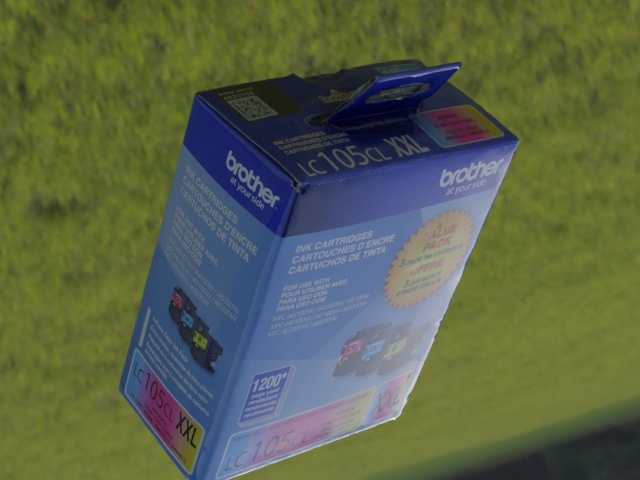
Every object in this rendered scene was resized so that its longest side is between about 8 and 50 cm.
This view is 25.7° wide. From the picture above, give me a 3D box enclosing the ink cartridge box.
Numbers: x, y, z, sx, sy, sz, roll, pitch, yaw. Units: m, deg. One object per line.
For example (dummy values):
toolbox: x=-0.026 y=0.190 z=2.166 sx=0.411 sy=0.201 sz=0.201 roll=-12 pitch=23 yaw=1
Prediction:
ink cartridge box: x=0.000 y=0.000 z=1.232 sx=0.270 sy=0.151 sz=0.396 roll=-15 pitch=134 yaw=-40
